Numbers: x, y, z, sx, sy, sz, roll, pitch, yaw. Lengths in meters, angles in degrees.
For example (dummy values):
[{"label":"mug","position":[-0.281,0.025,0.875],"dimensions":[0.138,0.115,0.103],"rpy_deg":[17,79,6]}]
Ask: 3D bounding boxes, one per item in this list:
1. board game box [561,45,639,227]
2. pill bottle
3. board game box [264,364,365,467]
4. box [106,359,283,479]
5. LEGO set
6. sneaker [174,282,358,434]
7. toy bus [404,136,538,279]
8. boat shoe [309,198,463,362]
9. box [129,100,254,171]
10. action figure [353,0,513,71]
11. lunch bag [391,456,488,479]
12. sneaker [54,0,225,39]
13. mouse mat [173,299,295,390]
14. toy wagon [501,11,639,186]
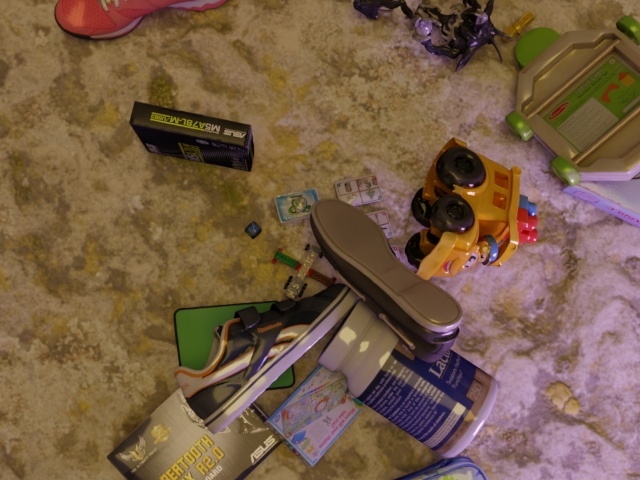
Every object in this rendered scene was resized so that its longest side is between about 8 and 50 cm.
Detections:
[{"label":"board game box","position":[0.631,-0.163,1.463],"dimensions":[0.318,0.066,0.318],"rpy_deg":[26,83,1]},{"label":"pill bottle","position":[0.137,0.217,1.355],"dimensions":[0.265,0.153,0.153],"rpy_deg":[33,83,1]},{"label":"board game box","position":[-0.003,0.279,1.377],"dimensions":[0.103,0.026,0.154],"rpy_deg":[46,61,3]},{"label":"box","position":[-0.200,0.335,1.375],"dimensions":[0.231,0.056,0.183],"rpy_deg":[-43,88,-6]},{"label":"LEGO set","position":[0.000,0.000,1.437],"dimensions":[0.245,0.060,0.182],"rpy_deg":[-13,78,-11]},{"label":"sneaker","position":[-0.085,0.150,1.325],"dimensions":[0.321,0.126,0.127],"rpy_deg":[-40,87,-20]},{"label":"toy bus","position":[0.261,-0.027,1.372],"dimensions":[0.212,0.149,0.220],"rpy_deg":[19,55,-8]},{"label":"boat shoe","position":[0.085,0.061,1.325],"dimensions":[0.112,0.095,0.335],"rpy_deg":[-18,47,-34]},{"label":"box","position":[-0.201,-0.164,1.362],"dimensions":[0.184,0.190,0.045],"rpy_deg":[9,82,-2]},{"label":"action figure","position":[0.199,-0.394,1.426],"dimensions":[0.276,0.141,0.164],"rpy_deg":[24,82,7]},{"label":"lunch bag","position":[0.182,0.456,1.363],"dimensions":[0.219,0.090,0.176],"rpy_deg":[-21,86,-5]},{"label":"sneaker","position":[-0.304,-0.436,1.414],"dimensions":[0.314,0.136,0.115],"rpy_deg":[-18,84,-4]},{"label":"mouse mat","position":[-0.141,0.177,1.381],"dimensions":[0.190,0.007,0.152],"rpy_deg":[-3,70,-19]},{"label":"toy wagon","position":[0.445,-0.260,1.425],"dimensions":[0.267,0.068,0.344],"rpy_deg":[-40,61,5]}]
